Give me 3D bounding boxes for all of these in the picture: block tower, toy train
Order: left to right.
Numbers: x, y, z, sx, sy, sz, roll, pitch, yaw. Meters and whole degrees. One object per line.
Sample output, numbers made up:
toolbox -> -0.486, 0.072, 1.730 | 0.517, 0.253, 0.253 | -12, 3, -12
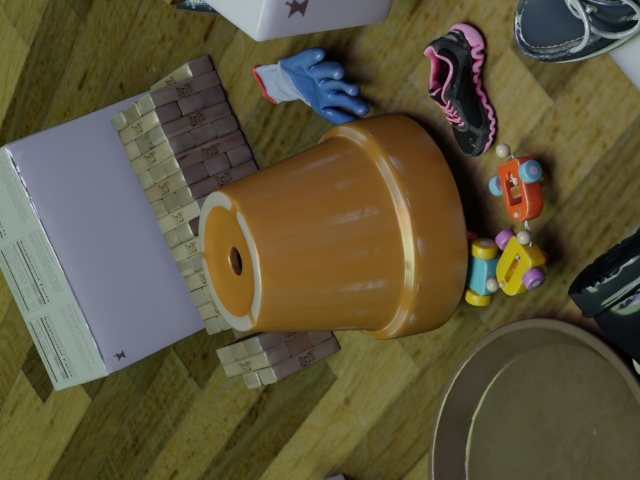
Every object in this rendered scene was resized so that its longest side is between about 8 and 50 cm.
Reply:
block tower -> -0.104, -0.015, 1.837 | 0.091, 0.097, 0.335 | -22, 92, 54
toy train -> 0.161, -0.011, 1.543 | 0.166, 0.046, 0.125 | -32, 71, 59

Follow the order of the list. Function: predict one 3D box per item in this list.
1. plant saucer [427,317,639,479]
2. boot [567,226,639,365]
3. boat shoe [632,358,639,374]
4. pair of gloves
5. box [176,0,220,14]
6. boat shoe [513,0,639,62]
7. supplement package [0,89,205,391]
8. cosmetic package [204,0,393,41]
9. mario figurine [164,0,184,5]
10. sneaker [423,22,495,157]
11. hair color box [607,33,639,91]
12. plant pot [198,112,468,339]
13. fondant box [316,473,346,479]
plant saucer -> 0.202, 0.206, 1.547 | 0.278, 0.041, 0.278 | -4, 85, 50
boot -> 0.335, 0.053, 1.315 | 0.246, 0.094, 0.207 | -38, 98, 32
boat shoe -> 0.286, 0.063, 1.415 | 0.045, 0.050, 0.135 | 41, 139, 38
pair of gloves -> -0.035, -0.185, 1.649 | 0.159, 0.023, 0.198 | 11, 140, 50
box -> -0.075, -0.271, 1.689 | 0.207, 0.036, 0.114 | 15, 123, 47
boat shoe -> 0.197, -0.184, 1.154 | 0.254, 0.079, 0.095 | -31, 86, 53
supplement package -> -0.228, -0.002, 1.909 | 0.145, 0.204, 0.262 | -19, 95, 57
cosmetic package -> -0.113, -0.384, 1.530 | 0.453, 0.161, 0.230 | 40, 126, 31
mario figurine -> -0.171, -0.339, 1.356 | 0.320, 0.198, 0.170 | 57, -172, 7
sneaker -> 0.114, -0.124, 1.518 | 0.047, 0.057, 0.119 | 12, 121, 47
hair color box -> 0.204, -0.291, 1.248 | 0.374, 0.113, 0.185 | 53, 143, 16
plant pot -> 0.000, 0.000, 1.590 | 0.205, 0.188, 0.205 | 36, 132, 54
fondant box -> 0.036, 0.416, 1.797 | 0.330, 0.096, 0.238 | -128, 25, -69
